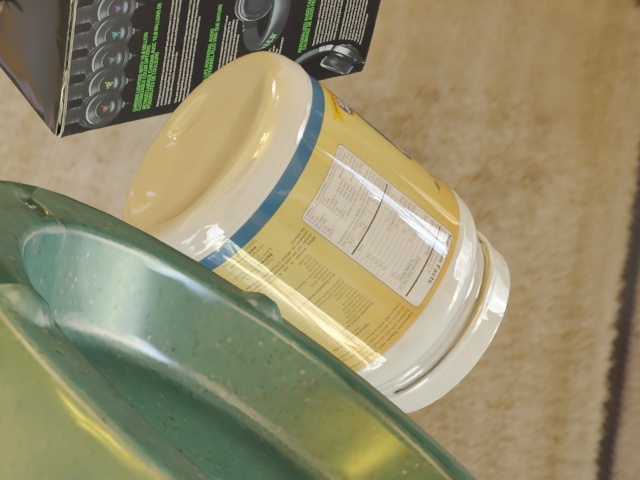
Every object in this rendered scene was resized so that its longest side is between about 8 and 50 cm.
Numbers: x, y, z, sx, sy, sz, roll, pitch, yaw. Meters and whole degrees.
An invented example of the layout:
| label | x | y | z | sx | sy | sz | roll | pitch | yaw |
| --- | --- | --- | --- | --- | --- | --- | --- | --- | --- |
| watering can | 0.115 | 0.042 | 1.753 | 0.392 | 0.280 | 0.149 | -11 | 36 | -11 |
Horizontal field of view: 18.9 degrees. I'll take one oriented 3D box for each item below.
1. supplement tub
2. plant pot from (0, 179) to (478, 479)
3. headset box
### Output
| label | x | y | z | sx | sy | sz | roll | pitch | yaw |
| --- | --- | --- | --- | --- | --- | --- | --- | --- | --- |
| supplement tub | 0.000 | 0.000 | 1.125 | 0.199 | 0.144 | 0.144 | 37 | 66 | -27 |
| plant pot | -0.061 | 0.112 | 0.422 | 0.293 | 0.293 | 0.196 | 38 | 100 | 1 |
| headset box | -0.136 | -0.214 | 1.424 | 0.283 | 0.131 | 0.246 | -16 | 46 | -32 |
